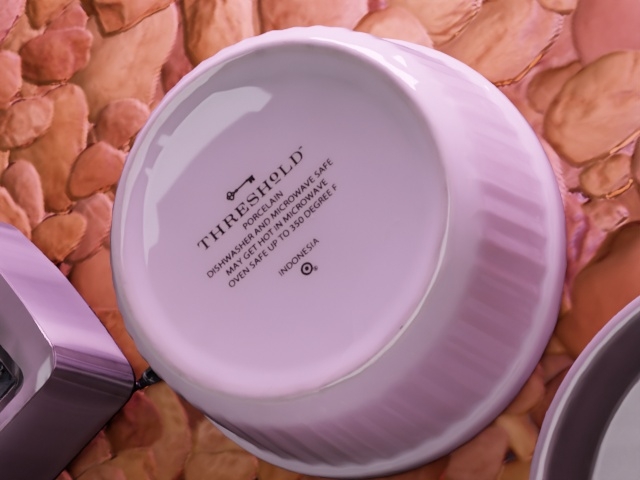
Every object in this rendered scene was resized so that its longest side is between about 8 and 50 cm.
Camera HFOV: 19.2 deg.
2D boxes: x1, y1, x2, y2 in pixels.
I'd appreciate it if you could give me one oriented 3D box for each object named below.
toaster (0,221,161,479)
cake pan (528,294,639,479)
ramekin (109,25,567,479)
[{"bbox_3d":[-0.222,0.081,1.199,0.186,0.110,0.168,-46,66,8],"label":"toaster"},{"bbox_3d":[0.256,0.149,1.003,0.293,0.054,0.293,-5,76,23],"label":"cake pan"},{"bbox_3d":[0.000,0.000,1.109,0.273,0.127,0.273,-5,77,23],"label":"ramekin"}]
